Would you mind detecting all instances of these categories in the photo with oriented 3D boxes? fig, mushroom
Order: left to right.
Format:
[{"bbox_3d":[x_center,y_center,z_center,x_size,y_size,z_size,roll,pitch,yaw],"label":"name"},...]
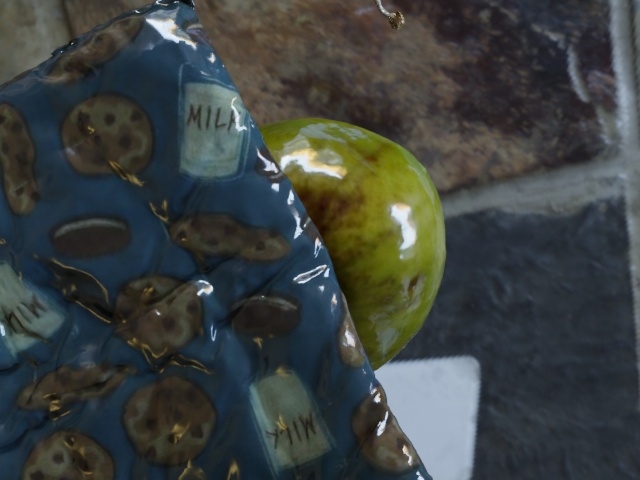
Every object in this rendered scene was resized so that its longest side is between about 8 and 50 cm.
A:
[{"bbox_3d":[-0.003,0.007,0.555,0.136,0.121,0.153,-6,146,21],"label":"fig"},{"bbox_3d":[0.045,-0.356,1.357,0.028,0.026,0.286,-17,141,18],"label":"mushroom"}]

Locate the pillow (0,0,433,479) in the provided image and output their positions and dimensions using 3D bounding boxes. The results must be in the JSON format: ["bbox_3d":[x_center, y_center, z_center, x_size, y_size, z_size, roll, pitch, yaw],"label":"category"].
[{"bbox_3d":[-0.082,0.044,0.473,0.189,0.034,0.256,-27,86,4],"label":"pillow"}]
